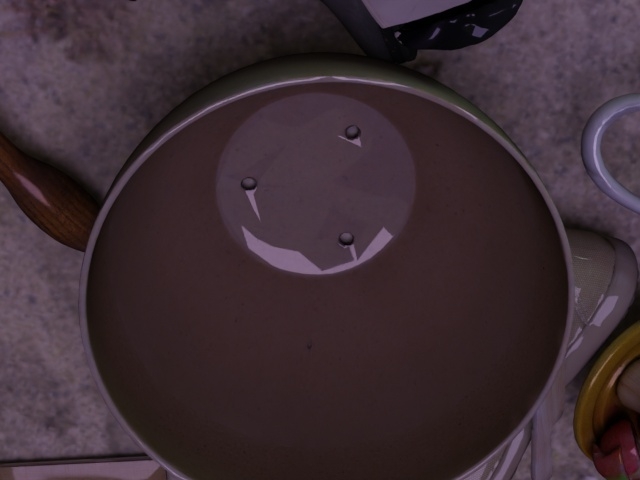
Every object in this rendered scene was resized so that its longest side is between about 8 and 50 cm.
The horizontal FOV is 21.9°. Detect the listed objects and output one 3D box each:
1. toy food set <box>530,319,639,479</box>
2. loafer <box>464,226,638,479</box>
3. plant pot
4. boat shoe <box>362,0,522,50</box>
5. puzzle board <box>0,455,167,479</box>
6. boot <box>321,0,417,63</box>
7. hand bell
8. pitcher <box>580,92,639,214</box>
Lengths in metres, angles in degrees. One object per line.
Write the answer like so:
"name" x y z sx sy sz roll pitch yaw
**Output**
"toy food set" 0.243 0.113 1.105 0.218 0.071 0.128 -15 127 -27
"loafer" 0.107 0.095 1.131 0.092 0.102 0.268 31 101 -14
"plant pot" 0.000 0.000 1.025 0.284 0.191 0.284 -1 116 -2
"boat shoe" 0.022 -0.279 0.925 0.127 0.158 0.340 -17 106 19
"puzzle board" -0.174 0.201 1.210 0.128 0.011 0.096 -3 116 -1
"boot" -0.057 -0.188 1.009 0.161 0.083 0.246 -26 113 22
"hand bell" -0.214 -0.064 1.049 0.126 0.126 0.242 -39 123 14
"pitcher" 0.278 -0.027 1.064 0.178 0.125 0.207 -26 105 6
